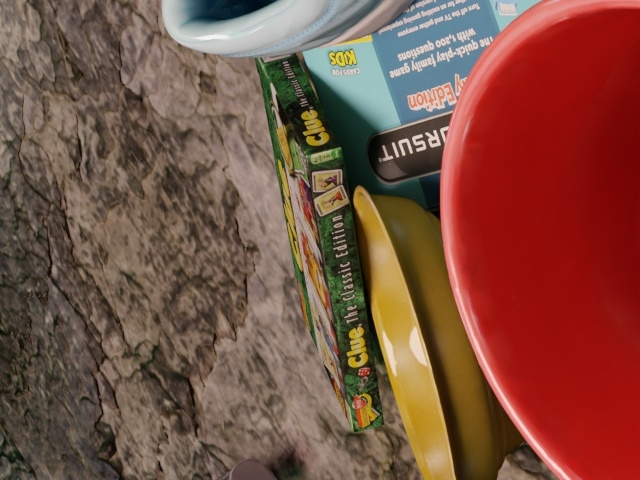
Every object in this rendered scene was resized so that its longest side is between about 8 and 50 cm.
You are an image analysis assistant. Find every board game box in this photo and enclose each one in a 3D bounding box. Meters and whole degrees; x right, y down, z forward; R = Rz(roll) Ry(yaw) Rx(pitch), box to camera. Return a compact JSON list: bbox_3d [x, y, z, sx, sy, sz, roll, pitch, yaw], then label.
[{"bbox_3d":[0.074,-0.192,1.018,0.254,0.079,0.336,-13,99,52],"label":"board game box"},{"bbox_3d":[0.000,0.000,1.155,0.136,0.030,0.259,-111,9,-49],"label":"board game box"}]

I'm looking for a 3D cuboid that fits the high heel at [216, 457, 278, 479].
[{"bbox_3d":[-0.023,0.312,1.413,0.261,0.093,0.186,58,154,7],"label":"high heel"}]

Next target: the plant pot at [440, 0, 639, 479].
[{"bbox_3d":[0.233,-0.014,0.783,0.275,0.243,0.274,26,127,40],"label":"plant pot"}]

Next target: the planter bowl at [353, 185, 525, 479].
[{"bbox_3d":[0.092,0.059,1.025,0.217,0.090,0.217,165,90,-86],"label":"planter bowl"}]

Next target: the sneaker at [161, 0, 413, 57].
[{"bbox_3d":[0.026,-0.202,0.881,0.135,0.150,0.366,55,141,13],"label":"sneaker"}]
